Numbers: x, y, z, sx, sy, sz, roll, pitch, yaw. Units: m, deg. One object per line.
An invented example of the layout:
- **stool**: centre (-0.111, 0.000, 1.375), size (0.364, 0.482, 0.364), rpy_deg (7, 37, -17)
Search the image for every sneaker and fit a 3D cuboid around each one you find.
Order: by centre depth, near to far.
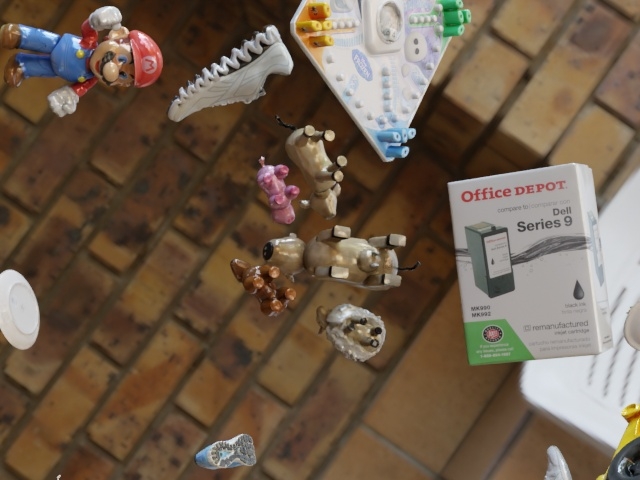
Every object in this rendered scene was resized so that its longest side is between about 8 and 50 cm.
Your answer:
- **sneaker**: centre (0.340, 0.371, 1.688), size (0.053, 0.061, 0.152), rpy_deg (55, -155, -49)
- **sneaker**: centre (-0.189, 0.421, 2.297), size (0.073, 0.063, 0.162), rpy_deg (-17, -16, 30)
- **sneaker**: centre (-0.189, -0.325, 2.421), size (0.292, 0.118, 0.110), rpy_deg (-34, 17, 6)

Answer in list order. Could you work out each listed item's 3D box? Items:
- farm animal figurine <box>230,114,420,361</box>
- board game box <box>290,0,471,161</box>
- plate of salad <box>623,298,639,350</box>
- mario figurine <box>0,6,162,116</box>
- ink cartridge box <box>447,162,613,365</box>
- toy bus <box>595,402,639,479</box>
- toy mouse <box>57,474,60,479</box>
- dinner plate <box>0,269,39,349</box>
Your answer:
- **farm animal figurine**: centre (0.000, 0.000, 1.951), size (0.330, 0.327, 0.172), rpy_deg (-68, 16, -14)
- **board game box**: centre (0.131, -0.413, 2.192), size (0.390, 0.050, 0.390), rpy_deg (49, -123, -42)
- **plate of salad**: centre (0.573, 0.107, 1.850), size (0.200, 0.200, 0.048), rpy_deg (-57, 35, 32)
- **mario figurine**: centre (-0.474, -0.354, 2.293), size (0.198, 0.320, 0.170), rpy_deg (86, -173, -68)
- **ink cartridge box**: centre (0.321, 0.037, 1.786), size (0.121, 0.211, 0.289), rpy_deg (0, -98, -67)
- **toy bus**: centre (0.392, 0.198, 1.103), size (0.220, 0.149, 0.211), rpy_deg (-27, 22, 41)
- **toy mouse**: centre (-0.483, 0.485, 2.054), size (0.143, 0.031, 0.161), rpy_deg (13, 90, 61)
- **dinner plate**: centre (-0.520, 0.118, 2.008), size (0.017, 0.141, 0.141), rpy_deg (-14, 9, 16)
